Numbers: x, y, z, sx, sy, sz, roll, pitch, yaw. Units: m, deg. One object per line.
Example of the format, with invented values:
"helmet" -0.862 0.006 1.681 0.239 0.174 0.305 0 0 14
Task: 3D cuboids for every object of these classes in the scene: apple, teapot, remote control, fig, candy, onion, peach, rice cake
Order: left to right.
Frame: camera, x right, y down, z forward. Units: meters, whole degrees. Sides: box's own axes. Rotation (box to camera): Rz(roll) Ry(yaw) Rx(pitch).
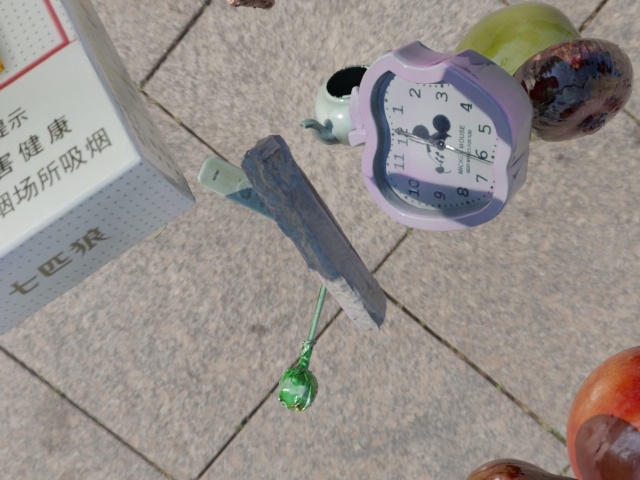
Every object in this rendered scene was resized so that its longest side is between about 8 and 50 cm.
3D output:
"remote control" -0.169 -0.123 1.786 0.309 0.038 0.090 26 94 -6
"candy" -0.026 0.237 1.595 0.097 0.097 0.323 15 72 -3
"rice cake" 0.001 0.000 0.723 0.270 0.049 0.055 54 51 -31
"teapot" 0.078 -0.293 1.436 0.294 0.193 0.129 -46 139 -17
"apple" 0.491 -0.412 1.702 0.357 0.357 0.357 0 98 -1
"fig" 0.313 0.398 1.026 0.207 0.175 0.175 -40 97 12
"onion" 0.498 -0.295 1.351 0.246 0.246 0.190 -18 73 2
"peach" 0.657 0.366 1.257 0.388 0.388 0.388 0 98 -1

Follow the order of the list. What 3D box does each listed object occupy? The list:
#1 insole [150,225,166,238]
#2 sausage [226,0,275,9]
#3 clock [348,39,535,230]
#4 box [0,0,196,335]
"insole" -0.401 -0.058 1.678 0.009 0.348 0.119 22 79 -22
"sausage" -0.141 -0.509 1.443 0.042 0.158 0.036 18 112 23
"clock" 0.203 -0.177 1.202 0.338 0.102 0.338 23 132 29
"box" -0.267 -0.111 0.556 0.210 0.095 0.330 -33 64 4
